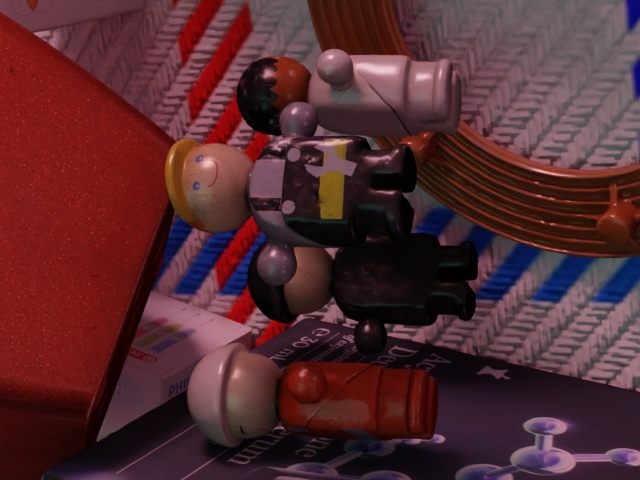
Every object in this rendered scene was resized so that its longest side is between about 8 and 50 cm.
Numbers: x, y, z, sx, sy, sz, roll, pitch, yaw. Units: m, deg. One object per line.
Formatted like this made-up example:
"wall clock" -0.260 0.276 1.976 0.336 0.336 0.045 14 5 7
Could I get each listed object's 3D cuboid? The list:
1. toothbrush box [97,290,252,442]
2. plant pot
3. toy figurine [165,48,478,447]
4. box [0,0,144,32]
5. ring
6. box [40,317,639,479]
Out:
"toothbrush box" -0.179 0.178 1.206 0.206 0.122 0.283 19 113 26
"plant pot" -0.225 0.013 0.989 0.235 0.267 0.267 19 156 -2
"toy figurine" 0.000 0.000 0.929 0.148 0.213 0.210 1 122 17
"box" -0.204 -0.211 1.065 0.091 0.170 0.130 12 110 30
"ring" 0.130 -0.132 0.919 0.336 0.032 0.337 19 129 24
"box" 0.078 0.221 0.952 0.395 0.293 0.212 11 111 28
